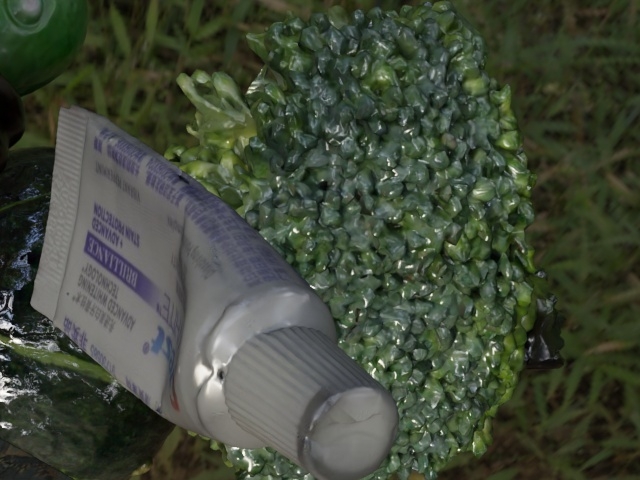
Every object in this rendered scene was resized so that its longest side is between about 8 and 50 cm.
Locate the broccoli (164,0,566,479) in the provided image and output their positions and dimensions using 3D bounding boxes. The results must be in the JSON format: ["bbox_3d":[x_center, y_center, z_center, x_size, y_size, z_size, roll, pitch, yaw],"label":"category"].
[{"bbox_3d":[0.005,0.023,1.010,0.277,0.317,0.338,-29,101,-8],"label":"broccoli"}]

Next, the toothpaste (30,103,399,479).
[{"bbox_3d":[-0.061,0.025,0.667,0.068,0.282,0.099,39,85,-40],"label":"toothpaste"}]

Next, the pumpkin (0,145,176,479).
[{"bbox_3d":[-0.244,0.079,1.326,0.241,0.323,0.323,21,59,-40],"label":"pumpkin"}]

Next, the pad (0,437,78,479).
[{"bbox_3d":[-0.304,0.185,0.723,0.367,0.247,0.007,-29,115,-30],"label":"pad"}]

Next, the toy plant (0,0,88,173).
[{"bbox_3d":[-0.253,-0.116,0.940,0.175,0.218,0.235,6,68,37],"label":"toy plant"}]
